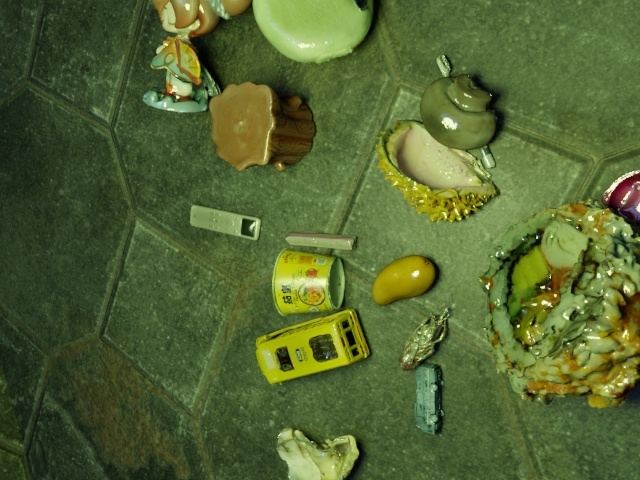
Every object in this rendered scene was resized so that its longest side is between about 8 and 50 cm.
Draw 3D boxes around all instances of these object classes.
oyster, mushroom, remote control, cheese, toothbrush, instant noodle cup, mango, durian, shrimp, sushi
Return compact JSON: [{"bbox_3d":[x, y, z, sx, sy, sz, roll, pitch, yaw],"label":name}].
[{"bbox_3d":[-0.016,0.605,1.529,0.271,0.100,0.275,13,114,31],"label":"oyster"},{"bbox_3d":[0.291,-0.274,1.239,0.188,0.117,0.141,48,153,24],"label":"mushroom"},{"bbox_3d":[-0.287,-0.055,1.663,0.260,0.029,0.067,12,101,29],"label":"remote control"},{"bbox_3d":[0.622,-0.036,1.115,0.155,0.062,0.244,39,117,24],"label":"cheese"},{"bbox_3d":[0.332,-0.295,1.280,0.024,0.026,0.288,-21,83,-12],"label":"toothbrush"},{"bbox_3d":[-0.022,0.109,1.449,0.144,0.182,0.182,0,95,21],"label":"instant noodle cup"},{"bbox_3d":[0.198,0.097,1.365,0.184,0.085,0.102,-33,82,39],"label":"mango"},{"bbox_3d":[0.222,-0.154,1.267,0.305,0.195,0.185,50,123,15],"label":"durian"},{"bbox_3d":[0.252,0.234,1.348,0.190,0.073,0.075,-49,58,10],"label":"shrimp"},{"bbox_3d":[0.453,0.110,1.069,0.175,0.417,0.418,20,109,-16],"label":"sushi"}]

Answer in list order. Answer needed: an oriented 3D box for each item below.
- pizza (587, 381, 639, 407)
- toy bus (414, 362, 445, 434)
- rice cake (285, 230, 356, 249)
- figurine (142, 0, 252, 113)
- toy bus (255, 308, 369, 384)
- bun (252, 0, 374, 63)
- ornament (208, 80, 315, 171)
[{"bbox_3d":[0.627,0.166,1.081,0.074,0.182,0.365,35,106,50],"label":"pizza"},{"bbox_3d":[0.265,0.385,1.372,0.065,0.047,0.166,3,95,35],"label":"toy bus"},{"bbox_3d":[0.000,0.000,1.491,0.206,0.047,0.036,6,104,31],"label":"rice cake"},{"bbox_3d":[-0.345,-0.557,1.530,0.276,0.248,0.388,33,123,42],"label":"figurine"},{"bbox_3d":[-0.049,0.290,1.486,0.331,0.151,0.145,-22,86,29],"label":"toy bus"},{"bbox_3d":[-0.014,-0.560,1.370,0.293,0.187,0.293,0,86,4],"label":"bun"},{"bbox_3d":[-0.137,-0.295,1.443,0.235,0.217,0.221,45,114,20],"label":"ornament"}]
